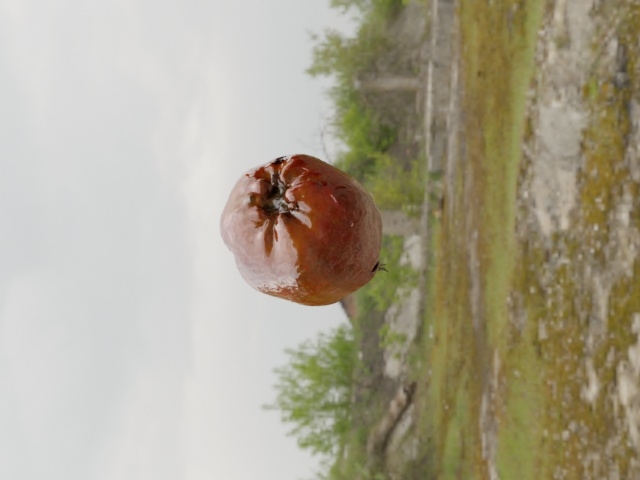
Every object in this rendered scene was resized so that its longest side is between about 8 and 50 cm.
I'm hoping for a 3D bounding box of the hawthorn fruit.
[{"bbox_3d":[0.000,0.000,1.297,0.299,0.211,0.211,30,-124,-47],"label":"hawthorn fruit"}]
